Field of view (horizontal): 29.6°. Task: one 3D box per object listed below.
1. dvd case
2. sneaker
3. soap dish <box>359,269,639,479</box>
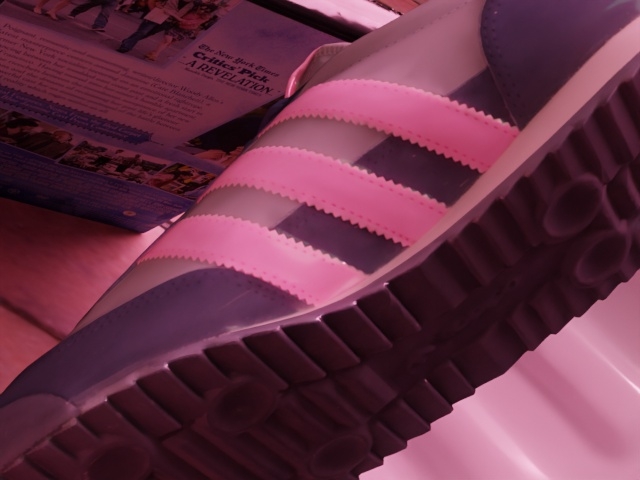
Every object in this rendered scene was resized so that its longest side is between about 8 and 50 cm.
[{"bbox_3d":[-0.092,-0.065,0.547,0.180,0.253,0.022,16,65,-35],"label":"dvd case"},{"bbox_3d":[0.000,0.000,0.437,0.131,0.319,0.112,53,-6,43],"label":"sneaker"},{"bbox_3d":[0.102,0.044,0.496,0.229,0.291,0.118,47,-4,37],"label":"soap dish"}]
